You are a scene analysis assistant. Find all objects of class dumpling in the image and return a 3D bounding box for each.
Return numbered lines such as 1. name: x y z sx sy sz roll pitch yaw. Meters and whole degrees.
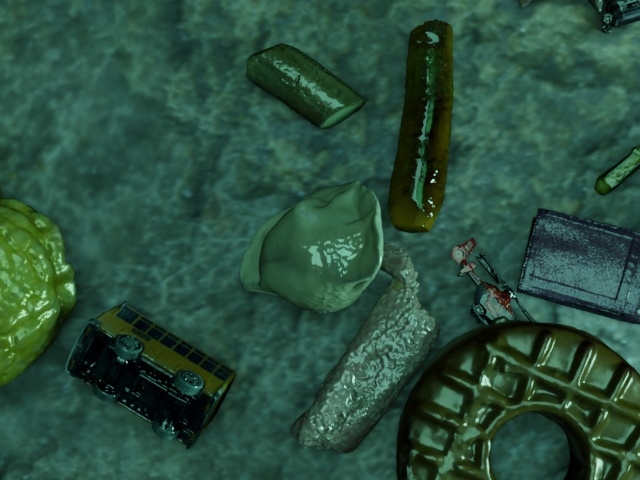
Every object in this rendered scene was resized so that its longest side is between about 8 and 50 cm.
1. dumpling: 0.003 0.000 1.887 0.126 0.216 0.166 23 69 -14

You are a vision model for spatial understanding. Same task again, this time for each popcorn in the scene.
1. popcorn: -0.405 0.054 1.904 0.225 0.174 0.285 16 74 -10

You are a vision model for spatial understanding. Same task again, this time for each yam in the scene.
1. yam: -0.019 -0.192 1.957 0.146 0.070 0.069 36 87 7

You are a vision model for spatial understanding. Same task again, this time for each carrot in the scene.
1. carrot: 0.125 -0.140 1.943 0.070 0.070 0.260 5 83 4

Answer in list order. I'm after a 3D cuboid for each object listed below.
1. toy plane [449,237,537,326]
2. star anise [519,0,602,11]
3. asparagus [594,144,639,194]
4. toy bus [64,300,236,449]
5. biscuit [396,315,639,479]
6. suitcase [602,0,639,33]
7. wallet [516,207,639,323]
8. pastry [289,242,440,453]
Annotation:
1. toy plane: 0.205 0.066 1.930 0.060 0.037 0.145 -36 84 -5
2. star anise: 0.322 -0.390 1.923 0.230 0.081 0.262 25 69 42
3. asparagus: 0.380 -0.095 1.944 0.108 0.021 0.025 -38 82 -1
4. toy bus: -0.202 0.156 1.907 0.182 0.103 0.091 31 116 6
5. biscuit: 0.247 0.256 1.862 0.332 0.103 0.332 0 91 0
6. suitcase: 0.397 -0.302 1.932 0.126 0.086 0.059 -16 86 9
7. wallet: 0.330 0.031 1.928 0.166 0.030 0.111 15 84 5
8. pastry: 0.066 0.140 1.899 0.112 0.103 0.265 26 87 -1
